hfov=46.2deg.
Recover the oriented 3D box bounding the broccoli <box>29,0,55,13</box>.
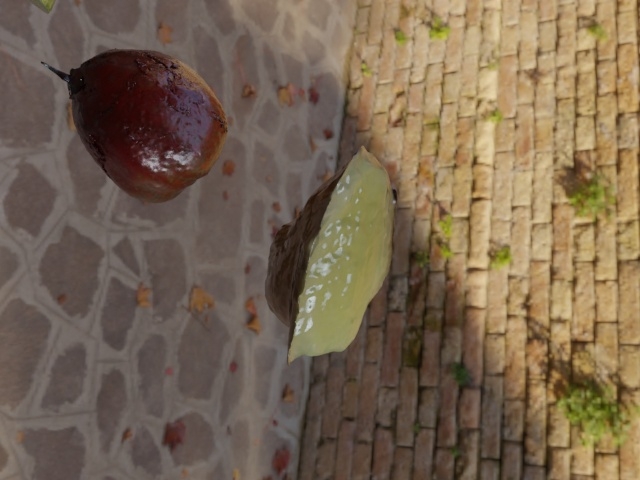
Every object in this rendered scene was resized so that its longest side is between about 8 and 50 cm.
[{"bbox_3d":[-0.264,-0.454,0.942,0.221,0.252,0.361,-126,-129,-79],"label":"broccoli"}]

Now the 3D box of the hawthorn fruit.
[{"bbox_3d":[-0.226,-0.158,0.916,0.235,0.181,0.181,36,53,-28],"label":"hawthorn fruit"}]

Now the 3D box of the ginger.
[{"bbox_3d":[0.002,-0.003,0.677,0.115,0.122,0.193,1,114,-36],"label":"ginger"}]
